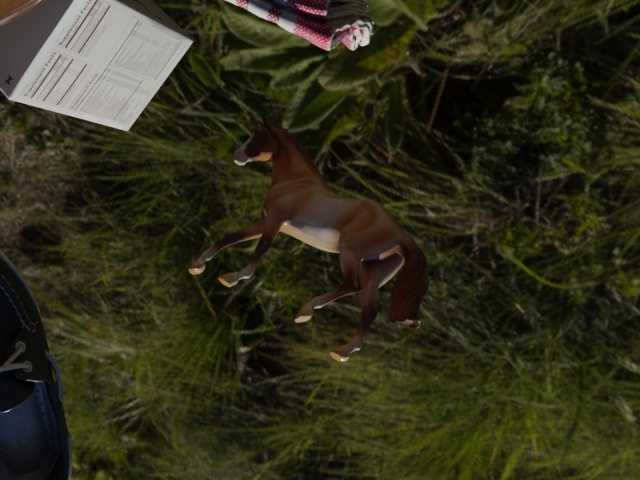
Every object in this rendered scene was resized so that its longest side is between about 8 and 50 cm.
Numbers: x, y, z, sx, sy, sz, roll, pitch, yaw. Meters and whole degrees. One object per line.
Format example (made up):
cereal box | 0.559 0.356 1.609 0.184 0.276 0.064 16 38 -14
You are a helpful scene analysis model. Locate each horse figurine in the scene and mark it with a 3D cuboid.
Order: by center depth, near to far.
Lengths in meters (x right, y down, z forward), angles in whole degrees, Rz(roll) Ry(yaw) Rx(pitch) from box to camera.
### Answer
horse figurine | 0.000 0.000 0.663 0.174 0.263 0.066 -52 154 -23

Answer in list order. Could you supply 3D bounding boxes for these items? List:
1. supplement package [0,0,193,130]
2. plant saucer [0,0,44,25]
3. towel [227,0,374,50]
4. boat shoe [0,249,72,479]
supplement package | -0.380 -0.324 1.080 0.198 0.199 0.263 -49 163 14
plant saucer | -0.363 -0.273 0.686 0.311 0.050 0.310 -27 180 0
towel | -0.070 -0.145 0.372 0.144 0.197 0.029 -55 167 -70
boat shoe | -0.303 0.136 0.677 0.114 0.091 0.302 -26 126 -26
